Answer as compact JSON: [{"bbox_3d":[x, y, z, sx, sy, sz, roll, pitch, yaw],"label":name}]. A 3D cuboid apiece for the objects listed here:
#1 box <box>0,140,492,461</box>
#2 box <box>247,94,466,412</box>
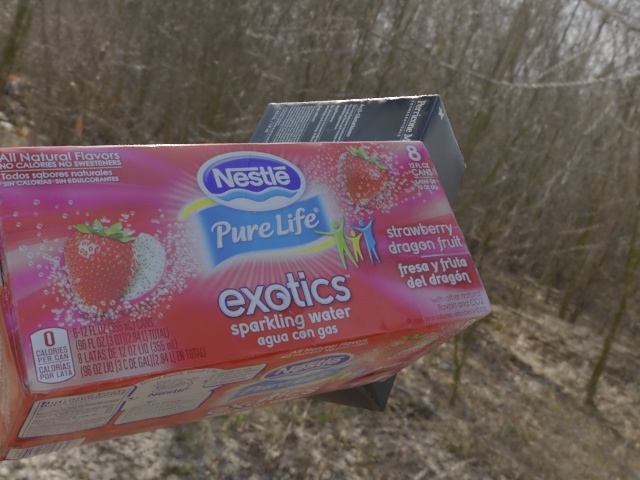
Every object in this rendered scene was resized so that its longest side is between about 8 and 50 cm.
[{"bbox_3d":[-0.052,0.027,0.439,0.257,0.123,0.128,-6,-24,-30],"label":"box"},{"bbox_3d":[0.000,0.000,0.681,0.184,0.261,0.103,2,-36,33],"label":"box"}]
